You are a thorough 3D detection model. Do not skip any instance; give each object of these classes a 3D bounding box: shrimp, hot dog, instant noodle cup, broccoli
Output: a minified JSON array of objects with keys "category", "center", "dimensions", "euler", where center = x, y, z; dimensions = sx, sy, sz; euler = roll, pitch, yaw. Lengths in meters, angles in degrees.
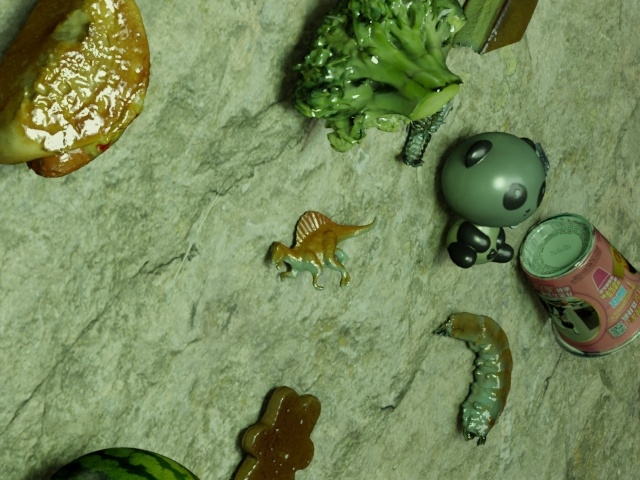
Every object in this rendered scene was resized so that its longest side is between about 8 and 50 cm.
[{"category":"shrimp","center":[0.314,0.243,2.384],"dimensions":[0.185,0.068,0.287],"euler":[-43,130,-38]},{"category":"shrimp","center":[0.174,-0.209,2.086],"dimensions":[0.082,0.076,0.174],"euler":[23,86,-11]},{"category":"hot dog","center":[-0.290,-0.179,1.434],"dimensions":[0.153,0.150,0.256],"euler":[42,68,-38]},{"category":"instant noodle cup","center":[0.534,0.080,2.504],"dimensions":[0.255,0.244,0.244],"euler":[48,63,-40]},{"category":"broccoli","center":[0.112,-0.248,1.819],"dimensions":[0.288,0.245,0.248],"euler":[-47,145,10]}]

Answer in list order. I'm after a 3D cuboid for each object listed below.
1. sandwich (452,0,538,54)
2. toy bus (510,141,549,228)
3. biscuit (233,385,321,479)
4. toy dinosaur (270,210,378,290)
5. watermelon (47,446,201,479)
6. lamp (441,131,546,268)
[{"category":"sandwich","center":[0.321,-0.423,2.164],"dimensions":[0.096,0.094,0.258],"euler":[40,71,-45]},{"category":"toy bus","center":[0.370,-0.106,2.337],"dimensions":[0.174,0.077,0.079],"euler":[-58,139,-22]},{"category":"biscuit","center":[-0.076,0.348,1.946],"dimensions":[0.180,0.039,0.236],"euler":[33,75,-53]},{"category":"toy dinosaur","center":[-0.001,0.001,1.937],"dimensions":[0.142,0.057,0.212],"euler":[48,50,-26]},{"category":"watermelon","center":[-0.247,0.407,1.554],"dimensions":[0.285,0.285,0.285],"euler":[-20,116,-47]},{"category":"lamp","center":[0.302,-0.075,2.186],"dimensions":[0.198,0.198,0.243],"euler":[-10,118,-50]}]
